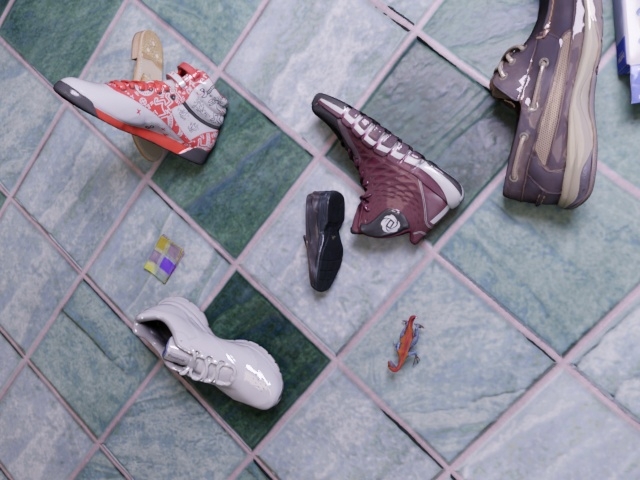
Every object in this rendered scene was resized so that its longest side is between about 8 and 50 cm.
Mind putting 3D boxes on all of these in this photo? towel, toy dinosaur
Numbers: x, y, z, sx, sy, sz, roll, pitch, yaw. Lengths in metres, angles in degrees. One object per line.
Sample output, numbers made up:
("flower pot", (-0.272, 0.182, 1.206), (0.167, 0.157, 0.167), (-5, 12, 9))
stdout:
("towel", (-0.300, 0.035, 0.940), (0.060, 0.009, 0.083), (37, 103, 12))
("toy dinosaur", (0.128, 0.166, 0.777), (0.047, 0.090, 0.082), (16, 66, 32))

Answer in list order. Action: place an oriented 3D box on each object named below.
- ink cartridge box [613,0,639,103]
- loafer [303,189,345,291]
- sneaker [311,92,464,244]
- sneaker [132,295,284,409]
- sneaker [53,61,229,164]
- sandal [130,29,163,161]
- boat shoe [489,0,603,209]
("ink cartridge box", (0.486, -0.338, 0.633), (0.186, 0.065, 0.310), (-4, 89, 18))
("loafer", (0.000, 0.000, 0.820), (0.061, 0.062, 0.169), (9, 92, 40))
("sneaker", (0.067, -0.097, 0.764), (0.281, 0.106, 0.162), (39, 107, 12))
("sneaker", (-0.202, 0.208, 0.855), (0.297, 0.129, 0.110), (27, 99, 14))
("sneaker", (-0.272, -0.237, 0.795), (0.090, 0.270, 0.144), (33, 97, 42))
("sandal", (-0.287, -0.267, 0.881), (0.079, 0.088, 0.239), (-5, 86, 23))
("boat shoe", (0.298, -0.219, 0.666), (0.130, 0.132, 0.354), (0, 91, 18))
